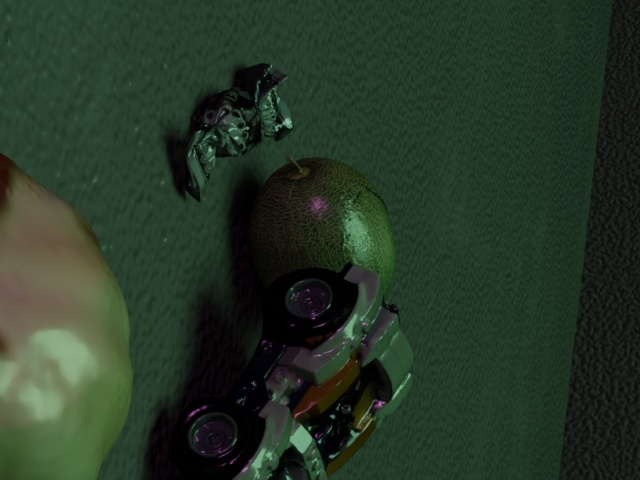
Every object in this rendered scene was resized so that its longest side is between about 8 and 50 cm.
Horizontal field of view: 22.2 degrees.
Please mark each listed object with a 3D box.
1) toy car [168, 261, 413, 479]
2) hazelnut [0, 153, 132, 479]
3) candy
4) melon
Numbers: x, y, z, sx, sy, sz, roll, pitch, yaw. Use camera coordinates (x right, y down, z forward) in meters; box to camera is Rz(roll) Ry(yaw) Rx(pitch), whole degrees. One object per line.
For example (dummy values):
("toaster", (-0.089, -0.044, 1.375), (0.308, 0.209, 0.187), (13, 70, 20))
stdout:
("toy car", (-0.025, 0.171, 1.402), (0.301, 0.118, 0.193), (-56, 151, -30))
("hazelnut", (-0.228, 0.058, 0.808), (0.241, 0.261, 0.261), (-46, 142, -18))
("candy", (-0.071, -0.101, 1.456), (0.226, 0.051, 0.094), (-42, 131, -65))
("melon", (0.000, 0.000, 1.524), (0.139, 0.139, 0.192), (-65, 145, -51))
